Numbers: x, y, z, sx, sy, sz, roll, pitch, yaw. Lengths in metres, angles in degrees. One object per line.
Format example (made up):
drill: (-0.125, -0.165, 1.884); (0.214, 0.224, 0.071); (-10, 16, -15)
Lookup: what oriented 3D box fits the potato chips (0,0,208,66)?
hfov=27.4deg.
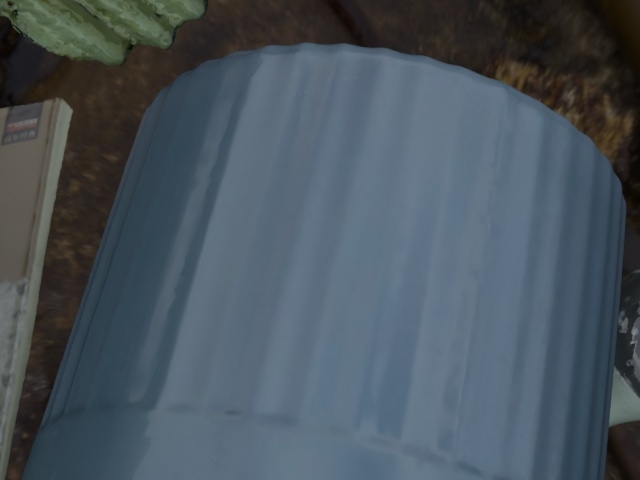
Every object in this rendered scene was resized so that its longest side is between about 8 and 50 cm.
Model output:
potato chips: (-0.267, -0.402, 1.430); (0.429, 0.070, 0.358); (38, 85, -30)

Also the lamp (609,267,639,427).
lamp: (0.380, 0.156, 1.574); (0.182, 0.182, 0.314); (41, 130, 5)

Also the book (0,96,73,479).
book: (-0.293, 0.047, 0.935); (0.217, 0.021, 0.310); (-10, 58, 22)

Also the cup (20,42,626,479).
cup: (0.004, 0.116, 0.616); (0.257, 0.331, 0.311); (9, 66, 9)
